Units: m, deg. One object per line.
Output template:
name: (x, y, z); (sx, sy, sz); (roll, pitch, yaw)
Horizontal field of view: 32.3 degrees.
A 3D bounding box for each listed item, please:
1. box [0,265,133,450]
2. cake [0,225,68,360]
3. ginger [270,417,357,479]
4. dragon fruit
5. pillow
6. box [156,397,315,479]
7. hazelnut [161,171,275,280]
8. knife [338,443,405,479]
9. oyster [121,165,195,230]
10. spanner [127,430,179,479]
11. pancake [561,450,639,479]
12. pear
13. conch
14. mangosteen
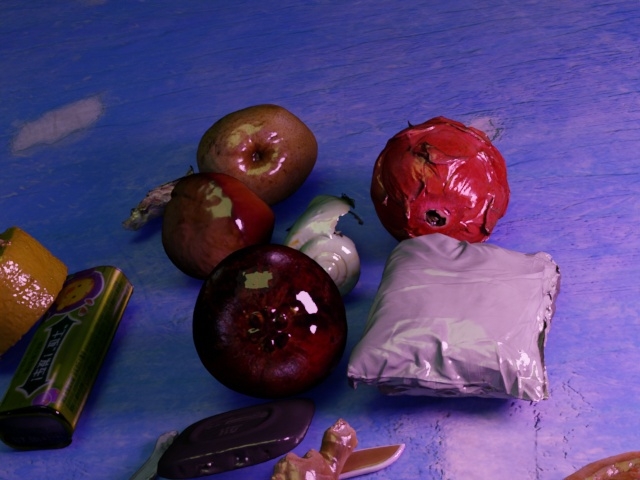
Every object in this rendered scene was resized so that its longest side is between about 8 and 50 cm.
box: (-0.416, 0.189, 1.818); (0.134, 0.097, 0.346); (-14, 34, 20)
cake: (-0.572, 0.105, 1.905); (0.260, 0.156, 0.179); (-37, 21, 24)
ginger: (-0.014, 0.304, 1.467); (0.067, 0.096, 0.165); (-36, 23, 53)
dragon fruit: (0.198, -0.090, 1.824); (0.240, 0.241, 0.252); (-12, 49, 8)
pillow: (0.210, 0.113, 1.613); (0.283, 0.138, 0.310); (6, 42, 17)
box: (-0.117, 0.273, 1.559); (0.212, 0.042, 0.201); (-13, 10, 8)
hazelnut: (-0.174, -0.022, 1.948); (0.208, 0.208, 0.208); (-12, 35, 8)
knife: (-0.006, 0.318, 1.521); (0.256, 0.022, 0.046); (-15, 31, 3)
oyster: (-0.308, -0.071, 2.158); (0.191, 0.081, 0.163); (-31, 10, -20)
spanner: (-0.293, 0.381, 1.564); (0.071, 0.017, 0.302); (16, 47, 38)
pancake: (0.384, 0.346, 1.290); (0.282, 0.049, 0.282); (-9, 35, 7)
pear: (-0.116, -0.156, 2.067); (0.228, 0.188, 0.211); (-17, 14, -1)
conch: (0.013, -0.008, 1.860); (0.137, 0.144, 0.251); (1, 36, 12)
mangosteen: (-0.073, 0.121, 1.679); (0.235, 0.236, 0.261); (-17, 1, 1)
